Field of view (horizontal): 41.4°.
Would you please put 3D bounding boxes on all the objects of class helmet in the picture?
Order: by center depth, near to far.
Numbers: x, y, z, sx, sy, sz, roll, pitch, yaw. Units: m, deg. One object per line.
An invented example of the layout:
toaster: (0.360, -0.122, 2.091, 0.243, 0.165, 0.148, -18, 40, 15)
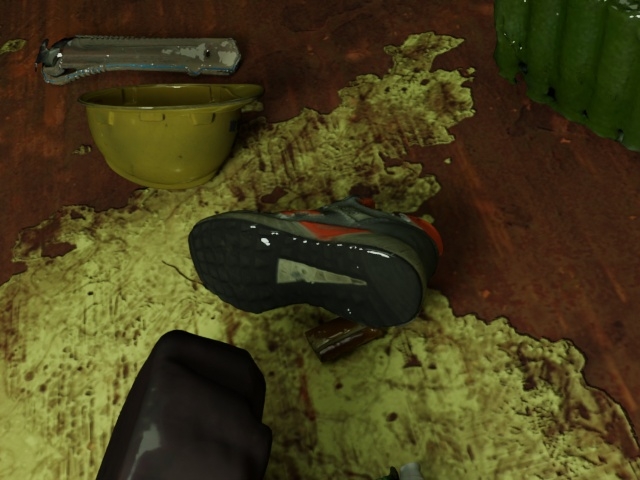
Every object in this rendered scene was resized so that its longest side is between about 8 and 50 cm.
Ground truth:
helmet: (-0.205, -0.143, 1.184, 0.257, 0.140, 0.205, 1, 19, 1)

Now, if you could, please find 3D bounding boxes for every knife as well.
knife: (-0.301, -0.299, 1.405, 0.365, 0.043, 0.089, 3, 85, 14)

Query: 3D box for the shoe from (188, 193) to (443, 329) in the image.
shoe: (0.000, 0.000, 1.022, 0.336, 0.132, 0.171, 6, 32, 34)

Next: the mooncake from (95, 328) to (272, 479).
mooncake: (-0.132, 0.229, 0.777, 0.141, 0.283, 0.283, 19, 51, -13)

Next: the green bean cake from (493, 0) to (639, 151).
green bean cake: (0.428, -0.307, 1.110, 0.319, 0.218, 0.335, -35, 57, -24)

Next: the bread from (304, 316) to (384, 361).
bread: (0.027, 0.107, 0.981, 0.083, 0.036, 0.047, -24, 48, -8)

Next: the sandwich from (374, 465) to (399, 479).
sandwich: (-0.005, 0.326, 0.709, 0.109, 0.212, 0.292, -6, 66, 19)

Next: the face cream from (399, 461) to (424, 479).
face cream: (0.094, 0.278, 0.823, 0.034, 0.034, 0.130, -9, 49, 8)
